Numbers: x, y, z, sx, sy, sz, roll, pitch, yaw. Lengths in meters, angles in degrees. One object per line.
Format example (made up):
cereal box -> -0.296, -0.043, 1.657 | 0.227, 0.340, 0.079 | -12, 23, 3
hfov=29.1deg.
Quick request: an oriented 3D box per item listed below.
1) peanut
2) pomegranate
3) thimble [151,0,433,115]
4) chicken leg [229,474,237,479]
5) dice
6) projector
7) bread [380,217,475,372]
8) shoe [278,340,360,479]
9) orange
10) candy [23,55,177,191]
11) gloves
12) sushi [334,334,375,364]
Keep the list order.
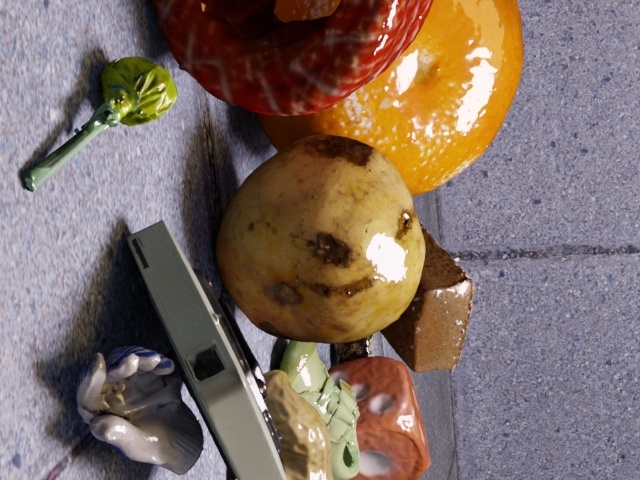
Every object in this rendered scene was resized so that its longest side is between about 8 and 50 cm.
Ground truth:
peanut -> -0.043, 0.297, 1.721 | 0.197, 0.110, 0.233 | -143, -131, -75
pomegranate -> 0.000, 0.000, 1.620 | 0.281, 0.281, 0.281 | -3, 90, -77
thimble -> -0.031, -0.330, 1.457 | 0.230, 0.350, 0.350 | -34, 121, -67
chicken leg -> -0.101, 0.358, 1.649 | 0.062, 0.037, 0.145 | -7, 91, -67
dice -> 0.089, 0.313, 2.108 | 0.179, 0.174, 0.175 | -88, 163, -51
projector -> -0.110, 0.140, 1.337 | 0.259, 0.079, 0.257 | 74, -12, -47
bread -> 0.116, 0.036, 2.042 | 0.416, 0.113, 0.165 | -126, -141, -51
shoe -> -0.003, 0.269, 1.938 | 0.140, 0.128, 0.262 | -96, -178, -74
orange -> 0.085, -0.272, 1.798 | 0.326, 0.424, 0.423 | -138, -144, -60
candy -> -0.219, -0.115, 1.212 | 0.262, 0.077, 0.073 | -55, 139, -55
gloves -> -0.182, 0.167, 1.224 | 0.229, 0.097, 0.119 | 74, 13, -57
sushi -> 0.064, 0.168, 2.281 | 0.090, 0.078, 0.150 | 70, 20, -68
